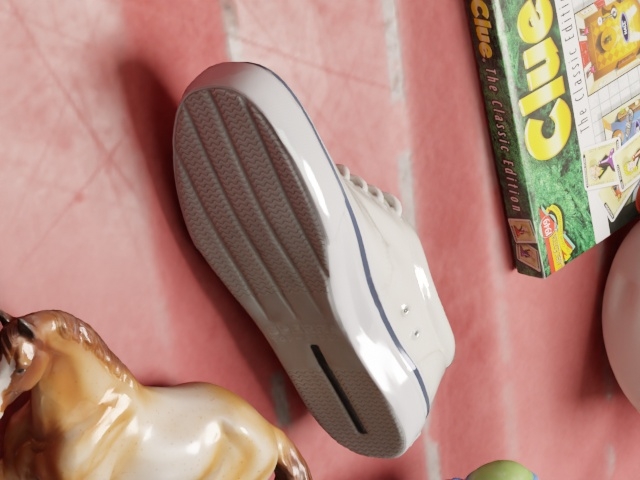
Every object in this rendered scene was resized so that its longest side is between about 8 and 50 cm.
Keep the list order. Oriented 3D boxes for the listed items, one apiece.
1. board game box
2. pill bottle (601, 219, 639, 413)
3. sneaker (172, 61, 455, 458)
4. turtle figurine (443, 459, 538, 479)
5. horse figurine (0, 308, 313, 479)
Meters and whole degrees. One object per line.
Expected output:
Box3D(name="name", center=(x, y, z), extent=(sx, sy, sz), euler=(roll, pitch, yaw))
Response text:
Box3D(name="board game box", center=(0.151, -0.118, 1.061), extent=(0.136, 0.030, 0.259), euler=(-30, 122, -27))
Box3D(name="pill bottle", center=(0.339, 0.045, 1.184), extent=(0.283, 0.161, 0.161), euler=(-4, 106, -40))
Box3D(name="sneaker", center=(0.000, 0.000, 0.943), extent=(0.091, 0.094, 0.258), euler=(-58, 138, -39))
Box3D(name="turtle figurine", center=(0.155, 0.271, 1.067), extent=(0.275, 0.198, 0.266), euler=(3, 111, -26))
Box3D(name="horse figurine", center=(-0.092, 0.128, 0.910), extent=(0.263, 0.066, 0.174), euler=(16, 99, -40))
